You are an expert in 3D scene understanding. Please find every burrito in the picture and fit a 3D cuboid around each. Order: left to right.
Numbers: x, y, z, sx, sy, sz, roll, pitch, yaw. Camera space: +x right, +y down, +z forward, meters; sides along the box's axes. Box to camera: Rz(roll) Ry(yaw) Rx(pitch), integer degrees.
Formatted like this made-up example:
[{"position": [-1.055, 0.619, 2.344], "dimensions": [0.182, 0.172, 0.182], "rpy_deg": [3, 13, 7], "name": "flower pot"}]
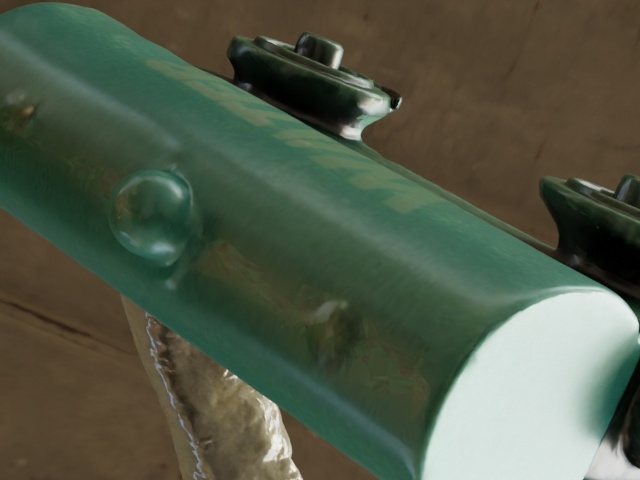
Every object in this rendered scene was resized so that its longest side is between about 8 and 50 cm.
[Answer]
[{"position": [-0.083, 0.082, 1.112], "dimensions": [0.082, 0.059, 0.275], "rpy_deg": [-17, -64, 8], "name": "burrito"}]

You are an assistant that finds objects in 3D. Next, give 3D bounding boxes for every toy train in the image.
[{"position": [0.000, 0.000, 0.479], "dimensions": [0.248, 0.159, 0.101], "rpy_deg": [30, -77, 37], "name": "toy train"}]
